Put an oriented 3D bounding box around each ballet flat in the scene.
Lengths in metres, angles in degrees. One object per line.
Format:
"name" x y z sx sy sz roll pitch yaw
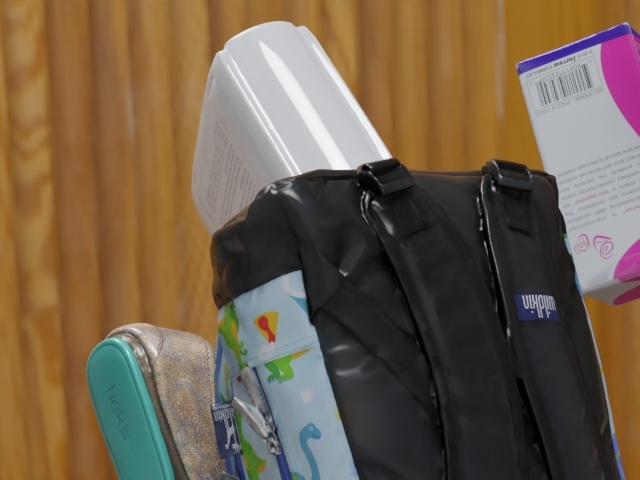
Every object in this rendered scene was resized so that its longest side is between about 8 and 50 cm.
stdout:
"ballet flat" -0.079 0.207 1.234 0.107 0.106 0.316 -24 73 43

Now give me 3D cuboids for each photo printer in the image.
"photo printer" 0.000 0.000 1.514 0.307 0.107 0.256 59 156 26

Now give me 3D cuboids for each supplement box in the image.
"supplement box" 0.268 -0.064 1.554 0.111 0.114 0.220 -19 73 22

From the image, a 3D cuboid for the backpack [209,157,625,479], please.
"backpack" 0.073 0.153 1.153 0.273 0.290 0.355 -43 64 40
